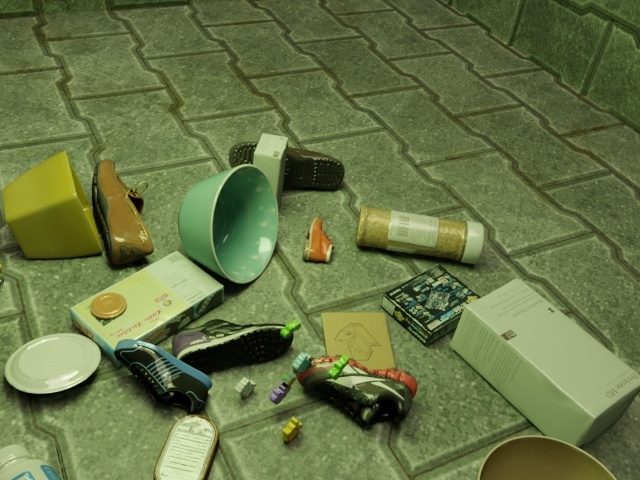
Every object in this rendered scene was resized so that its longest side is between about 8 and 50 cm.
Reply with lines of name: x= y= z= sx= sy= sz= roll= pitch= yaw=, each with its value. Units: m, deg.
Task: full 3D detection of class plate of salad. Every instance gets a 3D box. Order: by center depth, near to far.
plate of salad: x=-0.590 y=0.276 z=1.512 sx=0.200 sy=0.048 sz=0.200 roll=3 pitch=30 yaw=-1

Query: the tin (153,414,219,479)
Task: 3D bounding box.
tin: x=-0.271 y=0.437 z=1.385 sx=0.106 sy=0.040 sz=0.189 roll=8 pitch=39 yaw=6

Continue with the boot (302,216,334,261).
boot: x=0.000 y=0.000 z=1.944 sx=0.084 sy=0.059 sz=0.158 roll=11 pitch=48 yaw=-2

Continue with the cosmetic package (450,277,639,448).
cosmetic package: x=0.524 y=0.287 z=1.610 sx=0.217 sy=0.156 sz=0.385 roll=-22 pitch=47 yaw=-34

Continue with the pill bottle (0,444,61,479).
pill bottle: x=-0.517 y=0.475 z=1.226 sx=0.124 sy=0.124 sz=0.221 roll=-27 pitch=51 yaw=-35

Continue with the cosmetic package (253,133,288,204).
cosmetic package: x=-0.153 y=-0.183 z=1.993 sx=0.085 sy=0.231 sz=0.117 roll=11 pitch=39 yaw=3

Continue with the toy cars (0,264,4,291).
toy cars: x=-0.752 y=0.154 z=1.254 sx=0.394 sy=0.087 sz=0.176 roll=-35 pitch=81 yaw=-35

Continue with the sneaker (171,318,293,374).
sneaker: x=-0.207 y=0.221 z=1.605 sx=0.283 sy=0.107 sz=0.124 roll=-8 pitch=36 yaw=-19

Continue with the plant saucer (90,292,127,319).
plant saucer: x=-0.499 y=0.152 z=1.608 sx=0.083 sy=0.013 sz=0.083 roll=4 pitch=41 yaw=-3

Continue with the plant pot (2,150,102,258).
plant pot: x=-0.714 y=-0.074 z=1.800 sx=0.187 sy=0.212 sz=0.212 roll=-19 pitch=46 yaw=-12

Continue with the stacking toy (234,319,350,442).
stacking toy: x=-0.062 y=0.301 z=1.496 sx=0.167 sy=0.052 sz=0.221 roll=34 pitch=80 yaw=28

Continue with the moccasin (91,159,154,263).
moccasin: x=-0.546 y=-0.093 z=1.892 sx=0.147 sy=0.139 sz=0.380 roll=-6 pitch=39 yaw=-27

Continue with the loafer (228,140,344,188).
loafer: x=-0.111 y=-0.236 z=2.169 sx=0.366 sy=0.134 sz=0.130 roll=11 pitch=15 yaw=-12

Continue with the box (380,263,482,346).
box: x=0.297 y=0.165 z=1.797 sx=0.220 sy=0.051 sz=0.175 roll=-24 pitch=50 yaw=-33

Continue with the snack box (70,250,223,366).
snack box: x=-0.418 y=0.158 z=1.672 sx=0.187 sy=0.060 sz=0.322 roll=33 pitch=46 yaw=29

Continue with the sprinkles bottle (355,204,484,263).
sprinkles bottle: x=0.282 y=-0.018 z=1.959 sx=0.355 sy=0.121 sz=0.121 roll=9 pitch=40 yaw=1

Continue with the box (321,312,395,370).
box: x=0.091 y=0.255 z=1.677 sx=0.164 sy=0.021 sz=0.201 roll=2 pitch=41 yaw=-8

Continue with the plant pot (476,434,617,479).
plant pot: x=0.405 y=0.537 z=1.262 sx=0.284 sy=0.191 sz=0.284 roll=5 pitch=39 yaw=-4

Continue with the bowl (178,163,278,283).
bowl: x=-0.258 y=-0.048 z=1.799 sx=0.163 sy=0.311 sz=0.311 roll=5 pitch=36 yaw=27

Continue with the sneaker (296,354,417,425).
sneaker: x=0.077 y=0.336 z=1.516 sx=0.276 sy=0.097 sz=0.135 roll=12 pitch=37 yaw=2

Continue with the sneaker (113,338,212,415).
sneaker: x=-0.352 y=0.296 z=1.479 sx=0.232 sy=0.081 sz=0.090 roll=25 pitch=41 yaw=0
